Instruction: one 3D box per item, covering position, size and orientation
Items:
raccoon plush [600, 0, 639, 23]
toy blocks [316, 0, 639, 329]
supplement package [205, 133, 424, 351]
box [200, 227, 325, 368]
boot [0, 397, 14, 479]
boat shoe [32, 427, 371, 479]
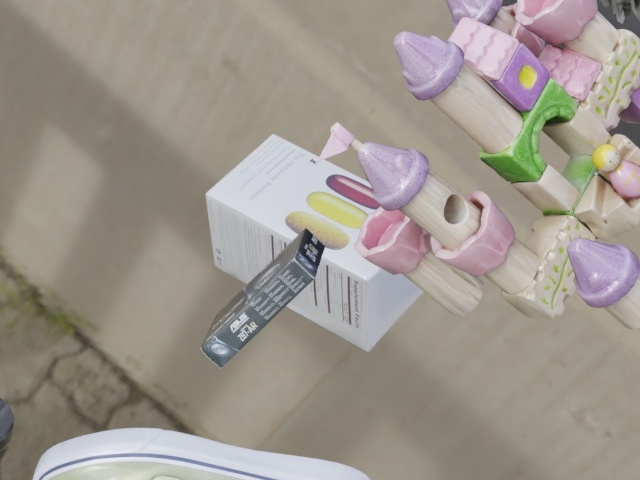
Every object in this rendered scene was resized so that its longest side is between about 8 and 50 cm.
[{"bbox_3d":[0.066,-0.137,0.557,0.216,0.299,0.446,49,44,-24],"label":"raccoon plush"},{"bbox_3d":[0.165,-0.107,1.196,0.260,0.309,0.289,39,72,-28],"label":"toy blocks"},{"bbox_3d":[0.000,0.000,1.772,0.244,0.134,0.139,27,54,26],"label":"supplement package"},{"bbox_3d":[-0.034,0.034,0.886,0.018,0.083,0.067,44,16,-7],"label":"box"},{"bbox_3d":[-0.394,0.171,1.452,0.198,0.137,0.077,40,55,14],"label":"boot"},{"bbox_3d":[-0.101,0.229,1.231,0.302,0.109,0.094,3,39,6],"label":"boat shoe"}]
